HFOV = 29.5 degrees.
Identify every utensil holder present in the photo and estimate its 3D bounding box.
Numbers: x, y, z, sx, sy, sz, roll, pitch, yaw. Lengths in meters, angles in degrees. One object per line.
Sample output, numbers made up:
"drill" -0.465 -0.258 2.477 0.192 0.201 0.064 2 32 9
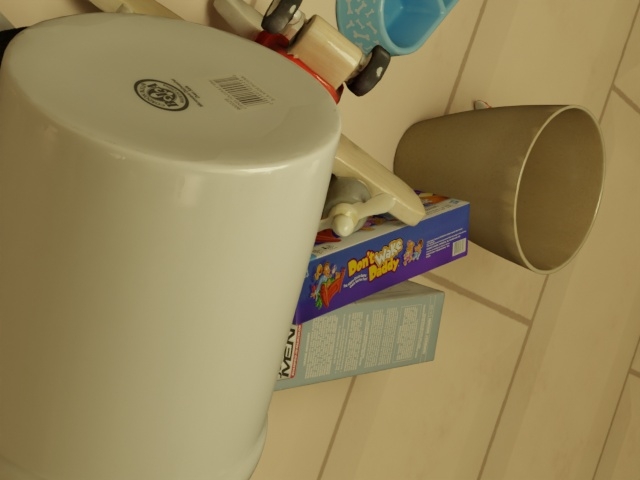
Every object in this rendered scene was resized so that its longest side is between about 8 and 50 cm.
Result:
"utensil holder" -0.173 0.021 1.155 0.327 0.327 0.385 -20 135 -45

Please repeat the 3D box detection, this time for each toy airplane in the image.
"toy airplane" -0.081 -0.160 1.450 0.272 0.386 0.384 -55 152 4

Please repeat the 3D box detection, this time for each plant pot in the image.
"plant pot" 0.260 -0.104 1.892 0.256 0.274 0.256 -19 117 -44

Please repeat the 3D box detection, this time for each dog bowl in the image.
"dog bowl" 0.141 -0.391 1.813 0.297 0.074 0.166 -51 136 -24

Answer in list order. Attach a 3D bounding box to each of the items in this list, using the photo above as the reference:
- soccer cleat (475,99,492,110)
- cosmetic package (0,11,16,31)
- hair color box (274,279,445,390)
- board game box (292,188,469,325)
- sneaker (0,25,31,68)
"soccer cleat" 0.280 -0.205 2.076 0.036 0.029 0.083 -59 143 -24
"cosmetic package" -0.360 -0.048 1.326 0.284 0.097 0.377 -60 139 -20
"hair color box" -0.011 0.113 1.717 0.374 0.185 0.114 -3 105 -49
"board game box" 0.000 0.000 1.586 0.347 0.233 0.078 -20 117 -46
"sneaker" -0.342 -0.087 1.198 0.281 0.106 0.162 -38 136 -27
